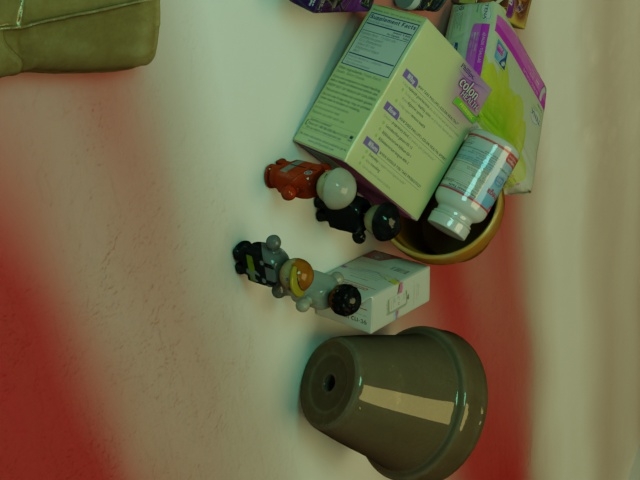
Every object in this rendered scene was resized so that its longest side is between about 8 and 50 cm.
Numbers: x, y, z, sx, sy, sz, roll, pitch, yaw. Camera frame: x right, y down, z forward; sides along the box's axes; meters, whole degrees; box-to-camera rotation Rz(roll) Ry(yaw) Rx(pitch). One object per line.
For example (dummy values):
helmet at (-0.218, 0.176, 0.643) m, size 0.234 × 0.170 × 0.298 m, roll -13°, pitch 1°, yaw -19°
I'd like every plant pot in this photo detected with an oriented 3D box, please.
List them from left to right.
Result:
plant pot at (0.097, 0.248, 1.856) m, size 0.229 × 0.263 × 0.263 m, roll 18°, pitch 88°, yaw -35°
plant pot at (0.212, -0.047, 1.918) m, size 0.205 × 0.205 × 0.188 m, roll -68°, pitch 159°, yaw -8°

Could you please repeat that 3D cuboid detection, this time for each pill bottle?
pill bottle at (0.232, -0.084, 1.772) m, size 0.160 × 0.087 × 0.087 m, roll -60°, pitch 142°, yaw -4°

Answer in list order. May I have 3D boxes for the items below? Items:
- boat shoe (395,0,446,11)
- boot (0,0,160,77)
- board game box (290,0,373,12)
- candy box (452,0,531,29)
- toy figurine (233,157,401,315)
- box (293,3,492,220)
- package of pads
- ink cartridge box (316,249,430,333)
boat shoe at (0.177, -0.444, 1.797) m, size 0.083 × 0.065 × 0.183 m, roll -5°, pitch 124°, yaw -45°
boot at (-0.292, -0.287, 1.250) m, size 0.270 × 0.089 × 0.236 m, roll -22°, pitch 130°, yaw -47°
board game box at (0.082, -0.475, 1.562) m, size 0.346 × 0.056 × 0.208 m, roll -66°, pitch 167°, yaw 21°
candy box at (0.304, -0.439, 1.993) m, size 0.187 × 0.053 × 0.109 m, roll 7°, pitch 98°, yaw -52°
toy figurine at (0.000, 0.000, 1.680) m, size 0.213 × 0.148 × 0.209 m, roll 36°, pitch 74°, yaw -52°
box at (0.112, -0.191, 1.742) m, size 0.213 × 0.117 × 0.243 m, roll 35°, pitch 84°, yaw -47°
package of pads at (0.294, -0.230, 1.975) m, size 0.296 × 0.101 × 0.229 m, roll 41°, pitch 55°, yaw -52°
ink cartridge box at (0.072, 0.085, 1.834) m, size 0.198 × 0.115 × 0.067 m, roll -23°, pitch 121°, yaw -45°
